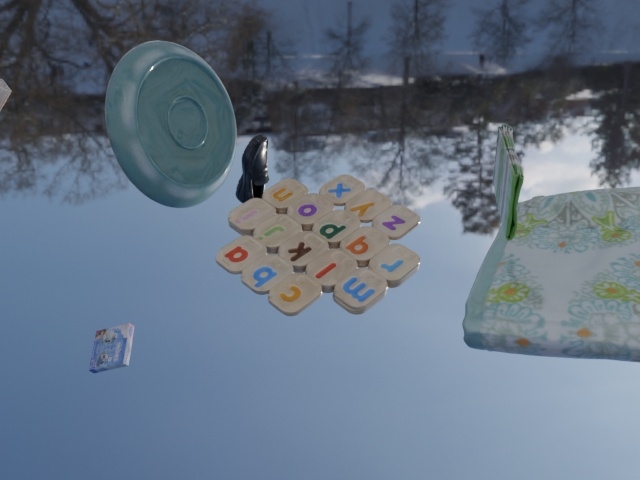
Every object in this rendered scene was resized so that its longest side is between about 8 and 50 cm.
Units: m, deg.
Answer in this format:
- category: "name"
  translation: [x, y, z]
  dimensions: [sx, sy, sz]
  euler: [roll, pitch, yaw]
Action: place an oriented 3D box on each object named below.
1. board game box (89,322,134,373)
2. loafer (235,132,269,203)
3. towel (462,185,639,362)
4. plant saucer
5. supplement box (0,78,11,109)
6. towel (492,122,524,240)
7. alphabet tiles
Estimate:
- category: "board game box"
  translation: [-0.430, 0.222, 1.488]
  dimensions: [0.090, 0.020, 0.090]
  euler: [-15, -125, 21]
- category: "loafer"
  translation: [-0.163, -0.176, 1.867]
  dimensions: [0.078, 0.223, 0.076]
  euler: [35, -135, 18]
- category: "towel"
  translation: [0.406, 0.037, 1.056]
  dimensions: [0.320, 0.090, 0.374]
  euler: [-2, -148, 30]
- category: "plant saucer"
  translation: [-0.262, -0.221, 1.366]
  dimensions: [0.043, 0.318, 0.317]
  euler: [-3, -166, 38]
- category: "supplement box"
  translation: [-0.545, -0.230, 1.128]
  dimensions: [0.036, 0.062, 0.098]
  euler: [47, -161, 24]
- category: "towel"
  translation: [0.274, -0.087, 1.049]
  dimensions: [0.023, 0.113, 0.152]
  euler: [-1, -144, 5]
- category: "alphabet tiles"
  translation: [0.000, 0.000, 1.070]
  dimensions: [0.284, 0.021, 0.278]
  euler: [33, -127, 32]
